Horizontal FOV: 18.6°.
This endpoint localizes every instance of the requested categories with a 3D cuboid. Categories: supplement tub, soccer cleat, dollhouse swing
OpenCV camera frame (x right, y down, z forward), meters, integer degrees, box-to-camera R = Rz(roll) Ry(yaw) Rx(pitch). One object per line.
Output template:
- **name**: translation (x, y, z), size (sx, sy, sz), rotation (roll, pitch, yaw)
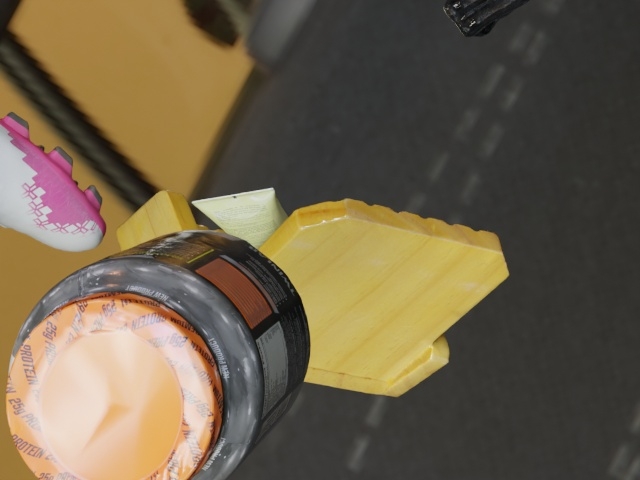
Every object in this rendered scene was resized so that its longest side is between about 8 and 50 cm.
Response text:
- **supplement tub**: translation (-0.132, 0.106, 1.615), size (0.207, 0.207, 0.338), rotation (-61, -6, 10)
- **soccer cleat**: translation (-0.326, -0.070, 1.637), size (0.143, 0.331, 0.116), rotation (-54, 32, -14)
- **dollhouse swing**: translation (0.000, 0.000, 2.308), size (0.305, 0.347, 0.315), rotation (-58, 37, 29)

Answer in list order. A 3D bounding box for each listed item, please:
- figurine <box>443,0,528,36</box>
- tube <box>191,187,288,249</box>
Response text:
- **figurine**: translation (0.177, -0.338, 1.999), size (0.209, 0.215, 0.092), rotation (-27, 24, 44)
- **tube**: translation (-0.069, -0.019, 2.232), size (0.070, 0.062, 0.240), rotation (-49, -20, -3)
